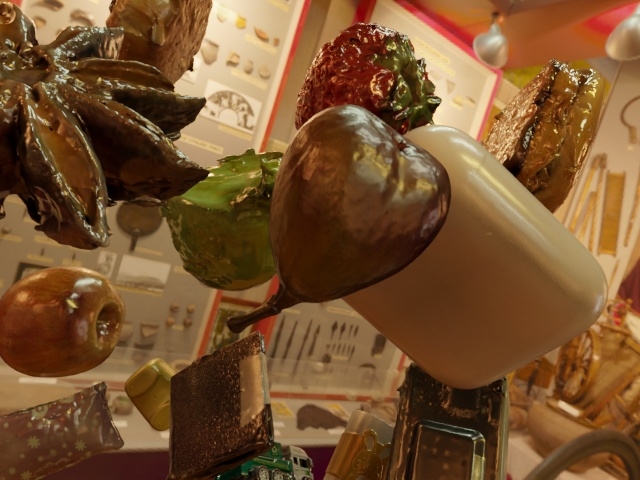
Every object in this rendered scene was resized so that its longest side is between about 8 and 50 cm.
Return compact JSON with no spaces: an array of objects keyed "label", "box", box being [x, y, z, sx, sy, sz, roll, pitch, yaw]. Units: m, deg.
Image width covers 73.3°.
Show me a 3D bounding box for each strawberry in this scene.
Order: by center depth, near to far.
[{"label":"strawberry","box":[0.066,-0.264,0.817,0.276,0.258,0.257,-9,-17,44]}]

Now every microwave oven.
[{"label":"microwave oven","box":[0.249,0.459,0.852,0.218,0.355,0.286,2,-31,27]}]

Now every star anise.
[{"label":"star anise","box":[-0.261,-0.110,0.385,0.331,0.118,0.332,19,44,-19]}]

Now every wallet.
[{"label":"wallet","box":[-0.196,0.323,0.825,0.071,0.262,0.221,36,30,-39]}]

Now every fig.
[{"label":"fig","box":[0.000,0.000,0.435,0.170,0.274,0.145,37,10,-17]}]

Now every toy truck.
[{"label":"toy truck","box":[-0.108,0.461,0.871,0.216,0.110,0.116,36,29,-38]}]

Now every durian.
[{"label":"durian","box":[-0.149,-0.033,0.794,0.255,0.340,0.205,10,46,4]}]

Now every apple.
[{"label":"apple","box":[-0.483,0.153,0.809,0.187,0.211,0.211,4,2,10]}]

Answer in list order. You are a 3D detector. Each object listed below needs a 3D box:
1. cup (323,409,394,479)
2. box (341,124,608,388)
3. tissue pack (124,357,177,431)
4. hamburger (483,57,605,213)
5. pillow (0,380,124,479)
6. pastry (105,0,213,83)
[{"label":"cup","box":[0.137,0.592,1.099,0.241,0.226,0.185,30,-32,16]},{"label":"box","box":[0.176,0.038,0.596,0.349,0.289,0.141,41,33,-5]},{"label":"tissue pack","box":[-0.433,0.414,1.168,0.178,0.123,0.127,51,-10,2]},{"label":"hamburger","box":[0.427,-0.187,0.856,0.174,0.305,0.284,19,-4,11]},{"label":"pillow","box":[-0.384,0.281,0.606,0.184,0.118,0.043,-14,8,-35]},{"label":"pastry","box":[-0.279,-0.359,0.750,0.100,0.229,0.219,32,42,-5]}]
